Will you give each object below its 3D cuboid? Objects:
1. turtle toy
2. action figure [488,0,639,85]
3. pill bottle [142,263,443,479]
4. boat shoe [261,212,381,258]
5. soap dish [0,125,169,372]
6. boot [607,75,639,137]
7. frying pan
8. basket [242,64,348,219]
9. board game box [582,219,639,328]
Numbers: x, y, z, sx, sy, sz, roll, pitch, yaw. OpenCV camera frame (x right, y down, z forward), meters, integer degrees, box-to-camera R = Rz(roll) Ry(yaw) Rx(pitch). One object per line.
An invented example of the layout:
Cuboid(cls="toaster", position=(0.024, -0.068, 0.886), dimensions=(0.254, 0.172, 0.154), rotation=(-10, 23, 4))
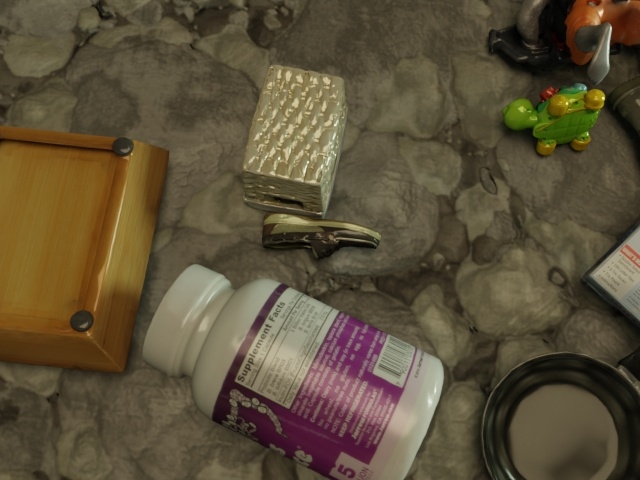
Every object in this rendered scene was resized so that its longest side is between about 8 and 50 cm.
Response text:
Cuboid(cls="turtle toy", position=(0.310, -0.168, 0.902), dimensions=(0.130, 0.095, 0.066), rotation=(-8, 51, -5))
Cuboid(cls="action figure", position=(0.409, -0.315, 0.873), dimensions=(0.341, 0.179, 0.330), rotation=(-13, 40, -3))
Cuboid(cls="pill bottle", position=(-0.033, 0.144, 0.742), dimensions=(0.301, 0.169, 0.169), rotation=(25, 73, 7))
Cuboid(cls="boat shoe", position=(0.000, 0.000, 0.854), dimensions=(0.152, 0.056, 0.049), rotation=(7, 77, 11))
Cuboid(cls="soap dish", position=(-0.323, -0.001, 0.807), dimensions=(0.228, 0.118, 0.291), rotation=(7, 71, 0))
Cuboid(cls="boot", position=(0.508, -0.140, 0.902), dimensions=(0.189, 0.076, 0.209), rotation=(-26, 68, 4))
Cuboid(cls="frying pan", position=(0.308, 0.169, 0.786), dimensions=(0.197, 0.053, 0.326), rotation=(22, 81, 9))
Cuboid(cls="basket", position=(-0.031, -0.126, 0.864), dimensions=(0.113, 0.103, 0.167), rotation=(11, 73, 3))
Cuboid(cls="board game box", position=(0.547, 0.040, 0.798), dimensions=(0.318, 0.066, 0.319), rotation=(-46, 79, 6))
